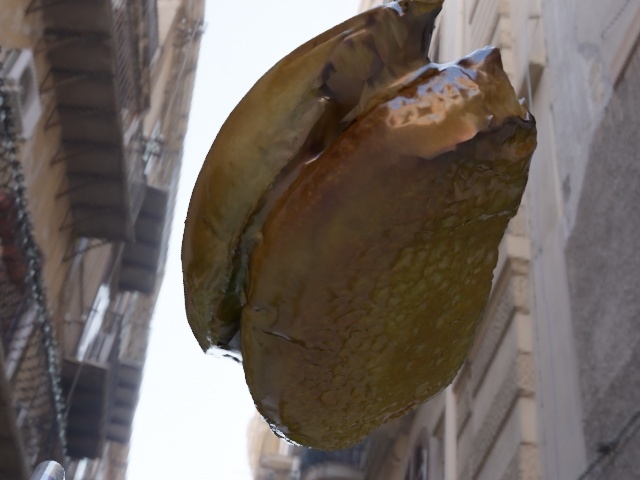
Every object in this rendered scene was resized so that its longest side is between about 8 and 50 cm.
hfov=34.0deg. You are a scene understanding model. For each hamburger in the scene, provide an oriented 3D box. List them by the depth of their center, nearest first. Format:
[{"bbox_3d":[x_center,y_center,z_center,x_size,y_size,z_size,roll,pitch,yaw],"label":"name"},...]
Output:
[{"bbox_3d":[0.000,0.000,0.573,0.157,0.144,0.282,-19,-40,-28],"label":"hamburger"}]

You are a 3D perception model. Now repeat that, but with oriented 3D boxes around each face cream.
[{"bbox_3d":[-0.283,0.255,1.048,0.034,0.130,0.034,0,-85,-4],"label":"face cream"}]
